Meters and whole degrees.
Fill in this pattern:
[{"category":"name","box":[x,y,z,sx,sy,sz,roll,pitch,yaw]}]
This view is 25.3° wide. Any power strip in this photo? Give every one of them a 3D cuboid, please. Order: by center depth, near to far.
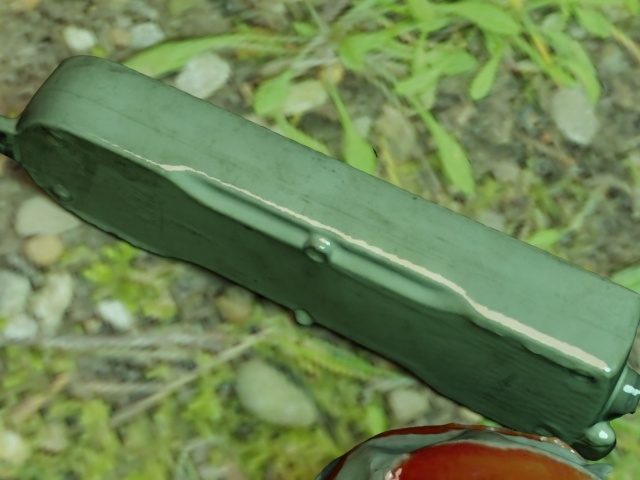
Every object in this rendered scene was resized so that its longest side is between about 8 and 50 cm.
[{"category":"power strip","box":[-0.002,0.002,0.582,0.285,0.080,0.048,24,60,7]}]

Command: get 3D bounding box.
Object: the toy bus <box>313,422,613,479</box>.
[{"category":"toy bus","box":[0.047,0.185,0.477,0.121,0.120,0.265,6,66,-5]}]
